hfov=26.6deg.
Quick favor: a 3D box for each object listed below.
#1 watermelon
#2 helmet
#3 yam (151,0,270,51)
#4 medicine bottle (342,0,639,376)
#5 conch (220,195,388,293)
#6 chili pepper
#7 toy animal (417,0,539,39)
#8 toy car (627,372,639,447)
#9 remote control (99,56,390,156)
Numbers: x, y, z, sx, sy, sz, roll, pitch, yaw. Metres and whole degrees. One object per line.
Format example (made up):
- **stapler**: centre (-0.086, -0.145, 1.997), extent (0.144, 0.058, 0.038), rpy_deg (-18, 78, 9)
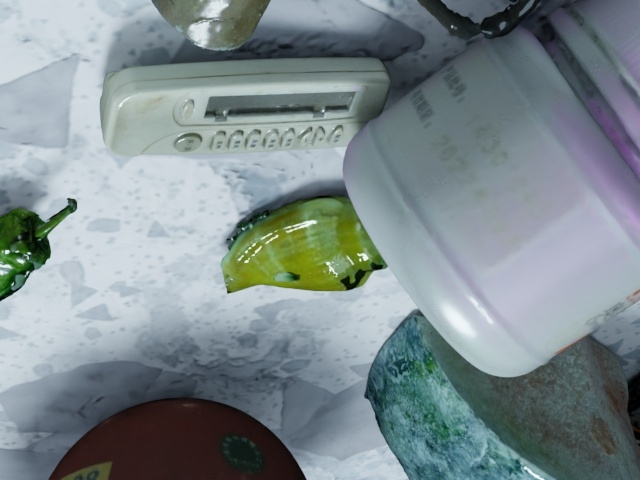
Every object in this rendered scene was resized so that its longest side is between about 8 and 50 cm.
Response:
- **watermelon**: centre (0.243, 0.207, 1.492), extent (0.387, 0.258, 0.228), rpy_deg (41, 149, 2)
- **helmet**: centre (-0.163, 0.294, 1.434), extent (0.338, 0.230, 0.385), rpy_deg (23, 139, -36)
- **yam**: centre (-0.026, -0.246, 0.886), extent (0.093, 0.093, 0.259), rpy_deg (12, 137, -29)
- **medicine bottle**: centre (0.197, -0.063, 1.065), extent (0.302, 0.241, 0.241), rpy_deg (-36, 138, 13)
- **conch**: centre (0.002, 0.003, 1.242), extent (0.201, 0.079, 0.094), rpy_deg (-7, 123, 5)
- **chili pepper**: centre (-0.319, 0.015, 1.161), extent (0.279, 0.065, 0.122), rpy_deg (-14, 147, 8)
- **toy animal**: centre (0.113, -0.227, 0.979), extent (0.233, 0.084, 0.148), rpy_deg (-1, 129, -19)
- **toy car**: centre (0.414, 0.275, 1.524), extent (0.118, 0.301, 0.193), rpy_deg (26, 133, -36)
- **remote control**: centre (-0.061, -0.110, 1.085), extent (0.230, 0.049, 0.090), rpy_deg (-4, 144, -22)
